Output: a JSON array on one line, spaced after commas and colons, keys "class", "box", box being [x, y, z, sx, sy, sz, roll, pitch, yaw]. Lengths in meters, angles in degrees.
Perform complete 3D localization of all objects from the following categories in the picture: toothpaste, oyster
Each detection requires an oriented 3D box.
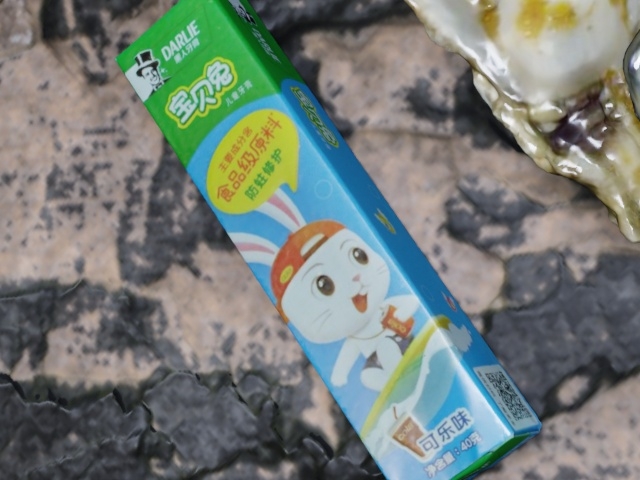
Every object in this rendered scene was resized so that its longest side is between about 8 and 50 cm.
[{"class": "toothpaste", "box": [0.000, 0.000, 0.691, 0.065, 0.050, 0.267, -39, 73, 18]}, {"class": "oyster", "box": [0.098, -0.172, 0.616, 0.166, 0.110, 0.341, -29, 85, 36]}]

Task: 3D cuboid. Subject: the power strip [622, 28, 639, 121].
[{"class": "power strip", "box": [0.241, -0.099, 0.578, 0.198, 0.064, 0.213, 31, 98, -15]}]
